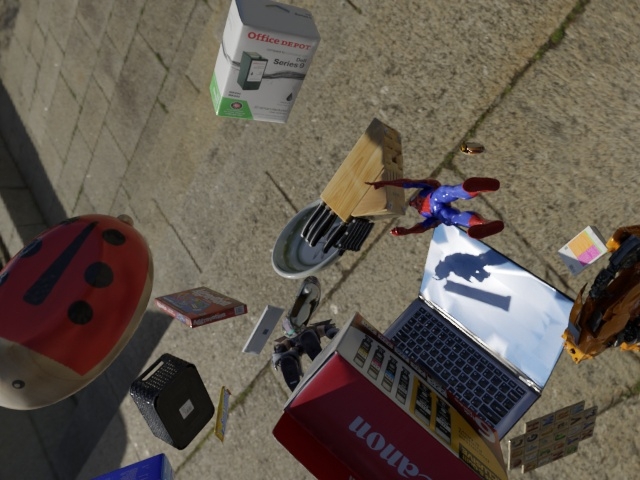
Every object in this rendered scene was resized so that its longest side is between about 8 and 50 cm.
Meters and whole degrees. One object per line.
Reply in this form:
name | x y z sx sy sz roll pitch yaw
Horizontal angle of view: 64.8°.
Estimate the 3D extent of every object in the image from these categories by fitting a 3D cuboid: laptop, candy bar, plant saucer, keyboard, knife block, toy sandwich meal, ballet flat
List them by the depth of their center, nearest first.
ballet flat | -0.021 0.096 0.763 0.041 0.114 0.041 17 142 14
knife block | 0.062 -0.107 1.124 0.242 0.088 0.275 -7 80 35
laptop | 0.295 0.232 1.146 0.408 0.236 0.382 -45 50 -5
candy bar | -0.251 0.442 1.291 0.018 0.161 0.040 -25 120 13
toy sandwich meal | 0.479 -0.296 1.591 0.085 0.085 0.029 21 135 35
plant saucer | 0.000 0.000 1.890 0.400 0.400 0.100 -8 136 41
keyboard | -0.220 0.346 1.929 0.256 0.072 0.014 -60 31 27

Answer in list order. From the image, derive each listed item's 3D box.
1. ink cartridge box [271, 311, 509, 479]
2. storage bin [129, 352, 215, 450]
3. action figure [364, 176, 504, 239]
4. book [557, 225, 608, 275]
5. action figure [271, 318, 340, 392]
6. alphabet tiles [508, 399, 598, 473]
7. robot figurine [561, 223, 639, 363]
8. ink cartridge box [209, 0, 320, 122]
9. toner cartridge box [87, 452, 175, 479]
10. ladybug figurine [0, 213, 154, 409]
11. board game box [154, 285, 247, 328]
ink cartridge box | 0.113 0.282 0.736 0.309 0.272 0.130 40 104 5
storage bin | -0.324 0.356 1.118 0.084 0.122 0.180 10 129 33
action figure | 0.151 -0.051 0.761 0.139 0.280 0.091 -6 96 -2
book | 0.832 0.034 1.597 0.144 0.035 0.096 -56 45 45
action figure | -0.038 0.257 1.195 0.185 0.285 0.099 -32 89 2
alphabet tiles | 0.805 0.687 1.751 0.011 0.342 0.285 -120 15 -56
robot figurine | 0.518 0.082 0.841 0.085 0.211 0.291 -113 21 -50
ink cartridge box | -0.153 -0.463 1.322 0.289 0.211 0.121 122 140 -48
toner cartridge box | -0.484 0.587 1.048 0.165 0.348 0.075 -120 13 -63
ladybug figurine | -0.521 0.110 1.025 0.305 0.449 0.162 17 148 5
board game box | -0.315 0.166 1.303 0.281 0.145 0.027 8 105 55
